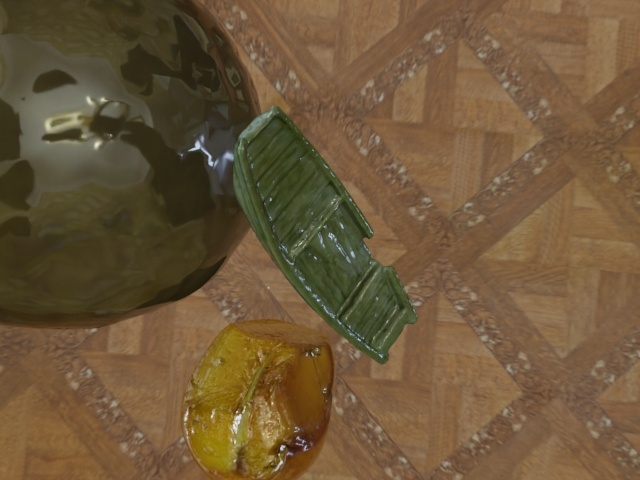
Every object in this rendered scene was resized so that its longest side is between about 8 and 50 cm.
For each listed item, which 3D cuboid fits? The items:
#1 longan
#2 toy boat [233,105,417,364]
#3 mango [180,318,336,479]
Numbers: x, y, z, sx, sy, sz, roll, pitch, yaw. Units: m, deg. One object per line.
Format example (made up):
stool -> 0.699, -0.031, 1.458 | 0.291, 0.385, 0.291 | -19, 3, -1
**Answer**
longan -> -0.271, -0.104, 0.836 | 0.436, 0.404, 0.404 | 0, 87, -13
toy boat -> 0.000, 0.000, 0.699 | 0.093, 0.055, 0.293 | -52, 135, -19
mango -> -0.070, 0.203, 1.108 | 0.201, 0.350, 0.199 | 40, 107, 1
